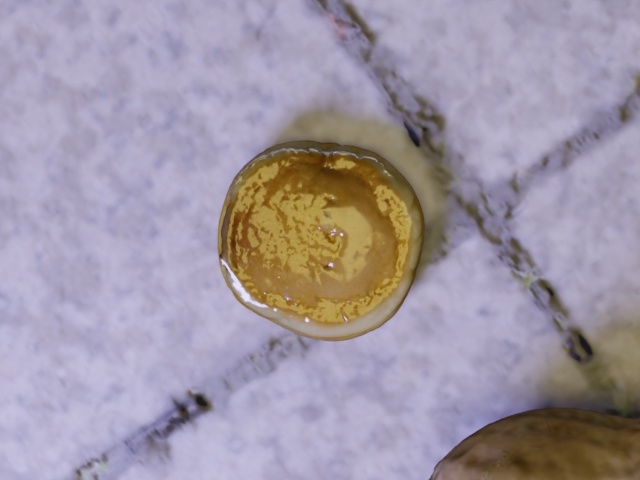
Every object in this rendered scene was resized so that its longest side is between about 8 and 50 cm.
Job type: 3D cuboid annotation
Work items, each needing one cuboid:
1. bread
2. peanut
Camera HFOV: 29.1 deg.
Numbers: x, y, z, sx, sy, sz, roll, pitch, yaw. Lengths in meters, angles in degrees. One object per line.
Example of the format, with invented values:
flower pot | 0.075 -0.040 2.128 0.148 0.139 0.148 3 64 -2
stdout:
bread | 0.000 0.000 0.636 0.110 0.024 0.110 1 100 4
peanut | 0.149 0.125 0.616 0.193 0.089 0.089 -2 99 4
